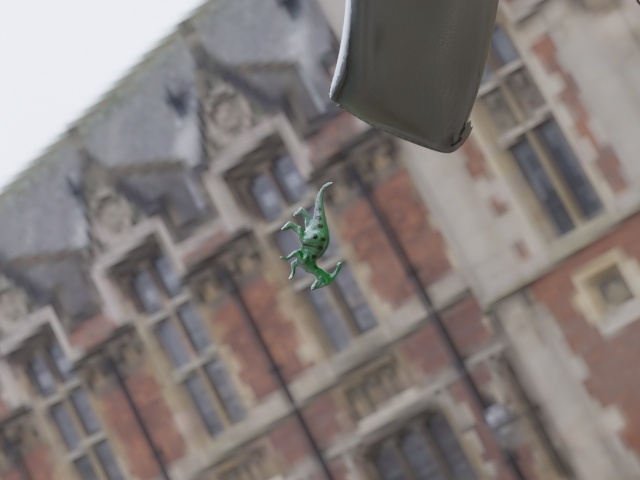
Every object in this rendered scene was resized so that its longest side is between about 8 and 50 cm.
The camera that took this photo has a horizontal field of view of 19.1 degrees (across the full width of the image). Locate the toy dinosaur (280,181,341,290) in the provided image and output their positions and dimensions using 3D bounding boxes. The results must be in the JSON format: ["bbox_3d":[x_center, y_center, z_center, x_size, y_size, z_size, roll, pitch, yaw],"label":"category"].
[{"bbox_3d":[0.000,0.000,1.579,0.083,0.062,0.021,-46,6,4],"label":"toy dinosaur"}]

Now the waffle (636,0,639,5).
[{"bbox_3d":[0.318,-0.056,1.115,0.098,0.328,0.224,-41,17,15],"label":"waffle"}]

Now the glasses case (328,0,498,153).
[{"bbox_3d":[0.076,-0.187,1.511,0.128,0.083,0.308,12,-28,5],"label":"glasses case"}]
